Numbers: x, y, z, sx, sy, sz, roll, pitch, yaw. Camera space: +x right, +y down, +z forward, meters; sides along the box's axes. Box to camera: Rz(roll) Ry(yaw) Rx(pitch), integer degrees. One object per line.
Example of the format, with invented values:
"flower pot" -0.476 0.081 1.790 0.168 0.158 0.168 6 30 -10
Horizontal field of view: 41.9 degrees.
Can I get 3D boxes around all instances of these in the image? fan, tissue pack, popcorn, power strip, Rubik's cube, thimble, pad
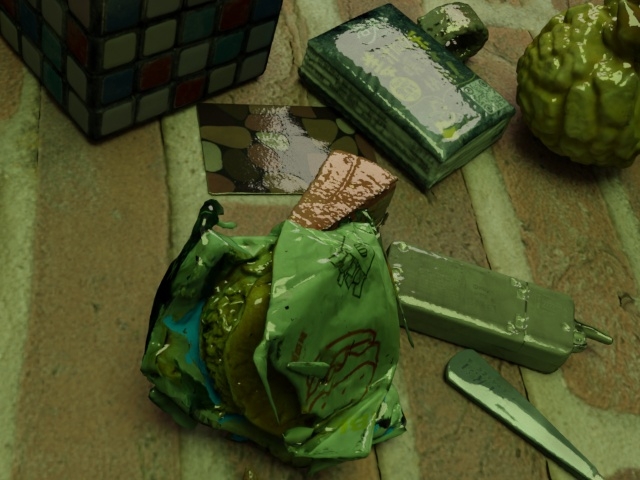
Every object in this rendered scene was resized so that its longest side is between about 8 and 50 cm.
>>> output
"fan" 0.250 0.225 0.916 0.282 0.023 0.057 42 52 17
"tissue pack" 0.121 -0.210 1.159 0.257 0.081 0.185 44 51 16
"popcorn" 0.399 -0.233 1.171 0.224 0.270 0.257 38 97 17
"power strip" 0.206 0.085 0.985 0.288 0.053 0.093 19 50 -3
"Rubik's cube" -0.231 -0.349 1.028 0.293 0.287 0.292 -31 67 -33
"thimble" 0.195 -0.310 1.254 0.110 0.084 0.062 -9 58 -40
"pad" -0.039 -0.121 1.096 0.235 0.003 0.158 -1 55 -18

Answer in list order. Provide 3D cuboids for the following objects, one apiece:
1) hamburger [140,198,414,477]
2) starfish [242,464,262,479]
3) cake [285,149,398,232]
"hamburger" -0.021 0.100 0.789 0.276 0.150 0.260 2 98 -30
"starfish" -0.082 0.309 0.726 0.277 0.062 0.235 -1 54 -15
"cake" -0.016 -0.014 0.955 0.090 0.109 0.225 41 53 15
